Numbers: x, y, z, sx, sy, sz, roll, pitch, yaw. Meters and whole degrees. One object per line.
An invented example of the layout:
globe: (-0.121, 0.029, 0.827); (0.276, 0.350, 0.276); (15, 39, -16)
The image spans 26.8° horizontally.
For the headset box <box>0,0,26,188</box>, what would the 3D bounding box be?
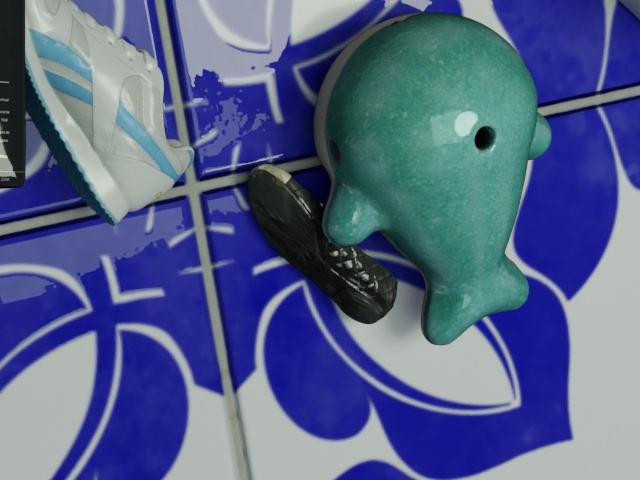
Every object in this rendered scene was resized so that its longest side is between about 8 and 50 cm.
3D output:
headset box: (-0.321, -0.173, 0.835); (0.246, 0.131, 0.283); (-1, 92, -35)

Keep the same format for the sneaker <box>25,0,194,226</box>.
sneaker: (-0.176, -0.127, 0.987); (0.092, 0.087, 0.229); (-34, 118, -17)

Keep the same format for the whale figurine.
whale figurine: (0.106, -0.044, 1.062); (0.216, 0.141, 0.272); (-24, 110, -20)

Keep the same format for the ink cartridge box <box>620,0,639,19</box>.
ink cartridge box: (0.377, -0.332, 1.052); (0.119, 0.207, 0.353); (36, 91, -22)

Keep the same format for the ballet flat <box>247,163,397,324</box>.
ballet flat: (0.000, 0.000, 1.102); (0.173, 0.057, 0.049); (49, 44, -24)
